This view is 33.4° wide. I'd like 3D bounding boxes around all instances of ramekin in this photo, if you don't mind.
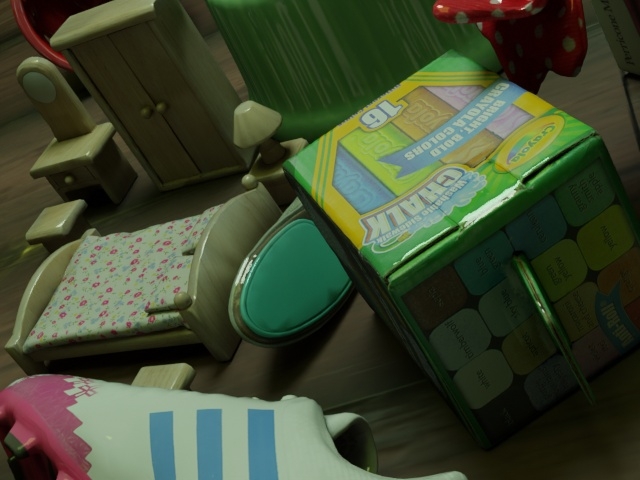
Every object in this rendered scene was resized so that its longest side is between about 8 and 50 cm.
[{"bbox_3d":[0.042,-0.235,0.942,0.303,0.148,0.303,-22,32,15],"label":"ramekin"}]

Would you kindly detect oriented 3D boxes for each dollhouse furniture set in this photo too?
[{"bbox_3d":[-0.195,-0.024,0.830,0.303,0.174,0.355,-11,37,31],"label":"dollhouse furniture set"}]

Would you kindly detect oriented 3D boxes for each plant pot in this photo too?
[{"bbox_3d":[-0.270,-0.310,1.293,0.191,0.191,0.174,-30,23,3],"label":"plant pot"}]

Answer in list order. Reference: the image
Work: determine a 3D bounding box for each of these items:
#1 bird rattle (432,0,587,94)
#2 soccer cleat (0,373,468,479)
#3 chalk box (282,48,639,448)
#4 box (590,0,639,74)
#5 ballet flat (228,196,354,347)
[{"bbox_3d":[0.171,-0.205,0.587,0.253,0.143,0.207,-43,26,52],"label":"bird rattle"},{"bbox_3d":[-0.057,0.133,0.571,0.143,0.116,0.331,-32,29,-32],"label":"soccer cleat"},{"bbox_3d":[0.092,0.006,0.578,0.132,0.132,0.213,-34,32,-4],"label":"chalk box"},{"bbox_3d":[0.280,-0.173,0.648,0.127,0.149,0.232,-40,32,-10],"label":"box"},{"bbox_3d":[0.000,0.000,0.746,0.213,0.072,0.068,-53,10,-32],"label":"ballet flat"}]
